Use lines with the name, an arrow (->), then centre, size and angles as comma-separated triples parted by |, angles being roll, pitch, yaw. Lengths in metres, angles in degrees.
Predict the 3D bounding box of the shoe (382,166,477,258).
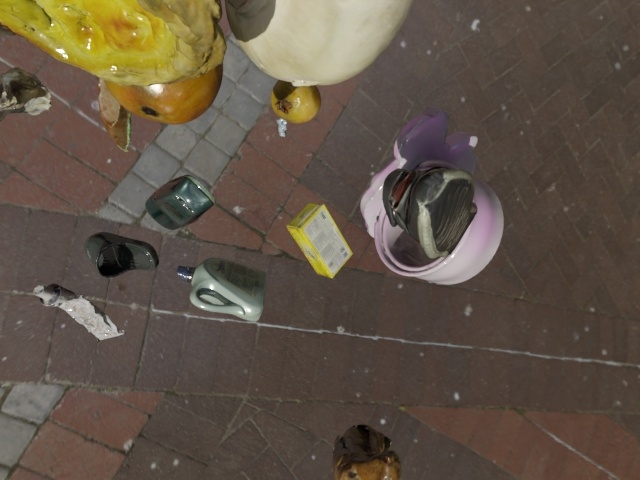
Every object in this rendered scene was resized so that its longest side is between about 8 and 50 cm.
shoe -> 0.123, -0.042, 0.540 | 0.099, 0.112, 0.227 | -60, 156, 5

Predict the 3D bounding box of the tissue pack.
tissue pack -> 0.000, 0.000, 1.120 | 0.095, 0.062, 0.176 | -48, 125, -23

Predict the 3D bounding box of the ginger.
ginger -> 0.084, 0.438, 0.869 | 0.133, 0.309, 0.107 | -7, 79, 4

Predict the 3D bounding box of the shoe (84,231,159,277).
shoe -> -0.557, 0.047, 1.182 | 0.093, 0.241, 0.108 | -57, 147, -53

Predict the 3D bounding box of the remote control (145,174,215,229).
remote control -> -0.221, -0.054, 0.679 | 0.072, 0.222, 0.042 | 48, 63, -19

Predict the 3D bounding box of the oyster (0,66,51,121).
oyster -> -0.918, -0.426, 1.326 | 0.271, 0.275, 0.100 | -37, 109, 18

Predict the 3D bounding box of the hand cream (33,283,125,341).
hand cream -> -0.573, 0.170, 1.042 | 0.084, 0.257, 0.050 | -17, 52, 9

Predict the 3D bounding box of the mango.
mango -> -0.290, -0.355, 0.787 | 0.211, 0.173, 0.317 | -14, 72, 1

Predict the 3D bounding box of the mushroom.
mushroom -> -0.021, -0.365, 0.504 | 0.315, 0.356, 0.315 | -6, 65, 14

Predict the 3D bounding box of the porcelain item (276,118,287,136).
porcelain item -> -0.132, -0.399, 1.535 | 0.036, 0.083, 0.028 | -20, 64, -12

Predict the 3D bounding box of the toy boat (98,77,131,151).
toy boat -> -0.627, -0.401, 1.354 | 0.109, 0.099, 0.292 | 11, 119, 2

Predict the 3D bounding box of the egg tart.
egg tart -> -0.206, -0.223, 0.361 | 0.279, 0.279, 0.095 | 18, 81, -23

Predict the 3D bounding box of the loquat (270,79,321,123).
loquat -> -0.073, -0.416, 1.300 | 0.163, 0.137, 0.163 | 19, 38, -16

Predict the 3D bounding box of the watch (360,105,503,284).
watch -> 0.203, -0.053, 0.733 | 0.211, 0.217, 0.248 | 16, 119, -42

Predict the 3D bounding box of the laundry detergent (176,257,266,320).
laundry detergent -> -0.318, 0.145, 1.395 | 0.281, 0.105, 0.214 | 17, 36, -16
